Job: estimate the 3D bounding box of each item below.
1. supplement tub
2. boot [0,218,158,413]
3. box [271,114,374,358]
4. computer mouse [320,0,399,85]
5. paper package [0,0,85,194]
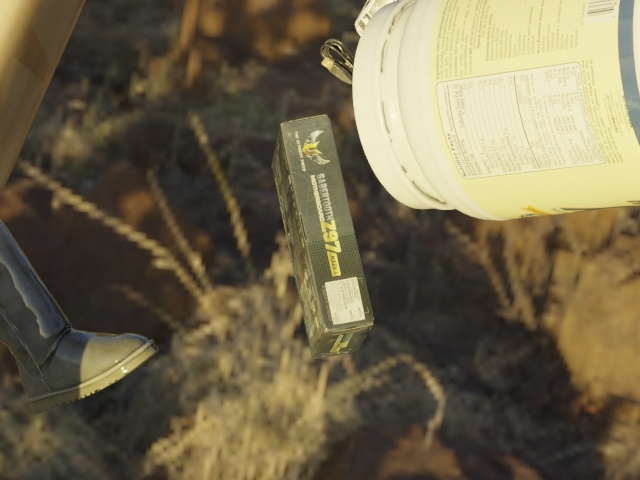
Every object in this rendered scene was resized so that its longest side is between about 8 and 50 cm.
[{"bbox_3d":[0.216,-0.141,1.699,0.325,0.235,0.235,-6,15,36],"label":"supplement tub"},{"bbox_3d":[-0.277,0.058,1.890,0.190,0.208,0.076,-22,6,31],"label":"boot"},{"bbox_3d":[0.000,0.000,2.065,0.059,0.232,0.183,-10,-12,-7],"label":"box"},{"bbox_3d":[0.086,-0.278,2.419,0.106,0.193,0.042,34,11,3],"label":"computer mouse"},{"bbox_3d":[-0.397,-0.202,1.720,0.309,0.325,0.168,20,-13,10],"label":"paper package"}]
